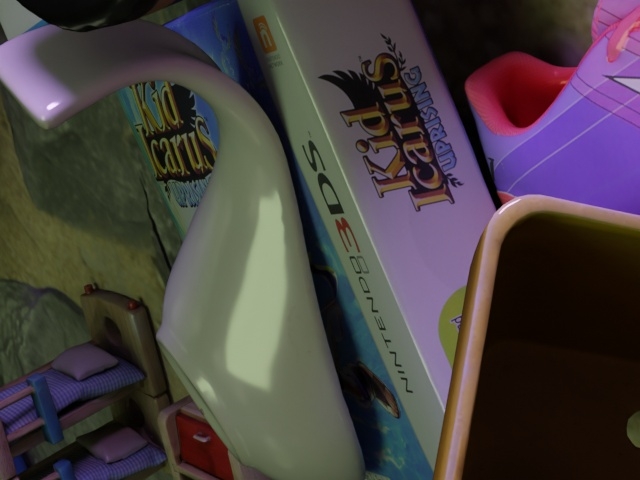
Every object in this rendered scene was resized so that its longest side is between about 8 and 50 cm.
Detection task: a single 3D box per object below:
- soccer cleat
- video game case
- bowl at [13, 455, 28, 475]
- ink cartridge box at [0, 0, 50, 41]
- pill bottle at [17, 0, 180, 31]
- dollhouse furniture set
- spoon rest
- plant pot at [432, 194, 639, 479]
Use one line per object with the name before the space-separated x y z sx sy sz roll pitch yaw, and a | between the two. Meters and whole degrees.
soccer cleat | 0.155 -0.060 0.564 0.116 0.109 0.318 57 149 0
video game case | 0.000 0.000 0.791 0.244 0.061 0.269 68 160 -8
bowl | -0.359 0.196 1.439 0.391 0.077 0.391 32 137 36
ink cartridge box | -0.090 -0.143 0.806 0.088 0.122 0.052 -19 94 55
pill bottle | -0.020 -0.166 0.611 0.123 0.219 0.122 32 137 36
dollhouse furniture set | -0.127 0.125 1.040 0.184 0.129 0.129 15 125 48
spoon rest | -0.041 0.010 0.726 0.137 0.084 0.276 46 168 43
plant pot | 0.124 0.112 0.563 0.187 0.212 0.212 155 126 -84
